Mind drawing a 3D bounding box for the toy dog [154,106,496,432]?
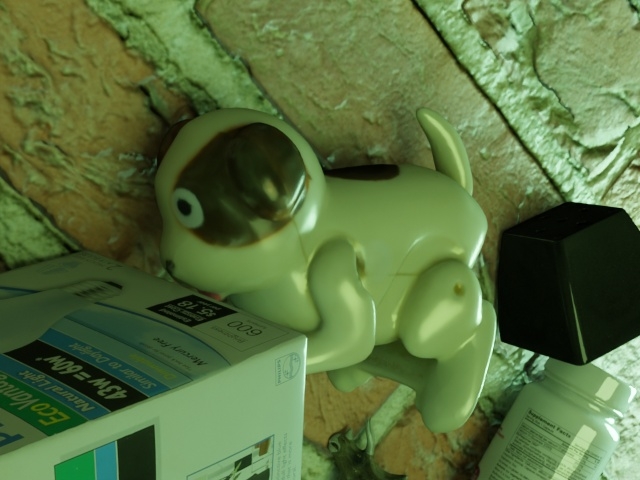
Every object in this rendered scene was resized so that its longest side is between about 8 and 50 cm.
[{"bbox_3d":[0.000,0.000,1.361,0.408,0.284,0.395,24,93,-34],"label":"toy dog"}]

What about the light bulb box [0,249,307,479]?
[{"bbox_3d":[-0.263,0.189,1.162,0.361,0.358,0.225,-18,117,-46],"label":"light bulb box"}]

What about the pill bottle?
[{"bbox_3d":[0.336,0.307,1.761,0.160,0.160,0.283,30,91,-37],"label":"pill bottle"}]

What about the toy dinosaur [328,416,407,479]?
[{"bbox_3d":[0.094,0.406,1.671,0.160,0.121,0.313,-37,120,0],"label":"toy dinosaur"}]

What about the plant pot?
[{"bbox_3d":[0.355,0.047,1.674,0.187,0.188,0.167,-23,106,-23],"label":"plant pot"}]
